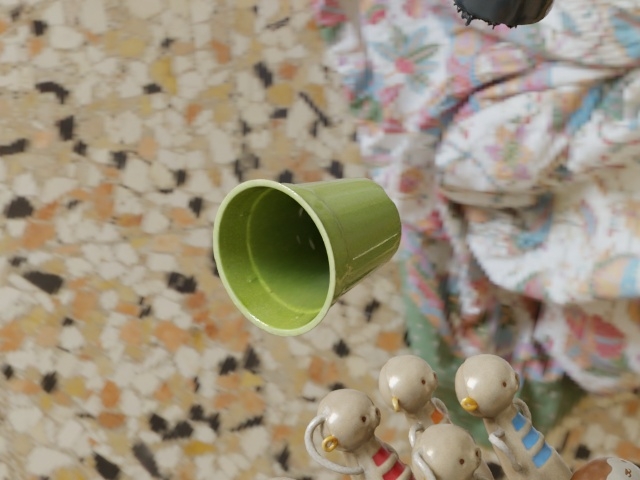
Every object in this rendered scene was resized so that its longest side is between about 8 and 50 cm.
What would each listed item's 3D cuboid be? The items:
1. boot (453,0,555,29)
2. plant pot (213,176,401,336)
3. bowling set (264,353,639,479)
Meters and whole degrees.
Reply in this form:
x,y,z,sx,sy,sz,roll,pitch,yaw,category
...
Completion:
x,y,z,sx,sy,sz,roll,pitch,yaw,category
0.110,-0.259,0.891,0.094,0.246,0.207,8,136,-12,boot
0.000,0.000,0.864,0.079,0.083,0.083,-21,104,-47,plant pot
0.098,0.138,1.038,0.200,0.287,0.154,-27,101,25,bowling set
